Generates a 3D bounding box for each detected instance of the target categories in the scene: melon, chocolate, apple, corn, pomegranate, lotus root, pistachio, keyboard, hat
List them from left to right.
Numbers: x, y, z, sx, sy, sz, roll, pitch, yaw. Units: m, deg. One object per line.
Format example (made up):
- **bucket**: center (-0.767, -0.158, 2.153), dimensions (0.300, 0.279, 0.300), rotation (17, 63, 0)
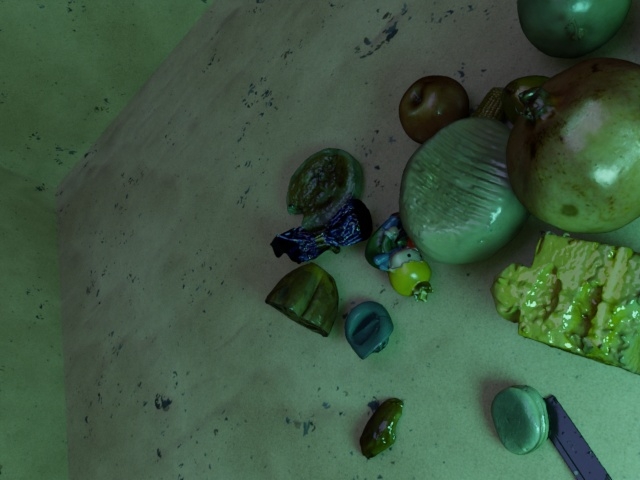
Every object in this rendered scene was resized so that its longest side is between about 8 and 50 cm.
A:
- **lotus root**: center (-0.028, 0.157, 1.648), dimensions (0.199, 0.188, 0.180), rotation (18, 70, 47)
- **chocolate**: center (-0.003, -0.001, 1.712), dimensions (0.343, 0.148, 0.126), rotation (-23, 41, 28)
- **hat**: center (0.136, 0.249, 1.531), dimensions (0.138, 0.078, 0.191), rotation (-42, 30, 10)
- **pistachio**: center (0.150, 0.472, 1.434), dimensions (0.089, 0.049, 0.173), rotation (34, 96, 44)
- **apple**: center (0.307, -0.365, 1.580), dimensions (0.201, 0.162, 0.201), rotation (-16, 63, 35)
- **corn**: center (0.423, -0.295, 1.505), dimensions (0.238, 0.080, 0.080), rotation (-56, 46, 7)
- **keyboard**: center (0.506, 0.413, 1.165), dimensions (0.060, 0.018, 0.195), rotation (-39, 50, 15)
- **melon**: center (0.596, -0.576, 1.354), dimensions (0.272, 0.272, 0.308), rotation (4, 81, 43)
- **pomegranate**: center (0.502, -0.186, 1.087), dimensions (0.338, 0.338, 0.338), rotation (-18, 60, 36)

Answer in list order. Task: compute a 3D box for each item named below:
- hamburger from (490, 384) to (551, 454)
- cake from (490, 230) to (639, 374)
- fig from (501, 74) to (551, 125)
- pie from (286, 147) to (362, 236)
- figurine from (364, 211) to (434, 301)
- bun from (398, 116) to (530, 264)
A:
- **hamburger**: center (0.422, 0.373, 1.208), dimensions (0.133, 0.062, 0.140), rotation (-51, 48, 48)
- **cake**: center (0.511, 0.115, 1.141), dimensions (0.286, 0.227, 0.222), rotation (16, 84, 45)
- **fig**: center (0.521, -0.336, 1.412), dimensions (0.153, 0.121, 0.136), rotation (19, 90, 19)
- **pie**: center (0.008, -0.160, 1.827), dimensions (0.302, 0.067, 0.302), rotation (-17, 61, 35)
- **figurine**: center (0.231, 0.041, 1.512), dimensions (0.185, 0.127, 0.234), rotation (-51, 36, 2)
- **bun**: center (0.359, -0.113, 1.374), dimensions (0.326, 0.234, 0.362), rotation (3, 72, 46)
